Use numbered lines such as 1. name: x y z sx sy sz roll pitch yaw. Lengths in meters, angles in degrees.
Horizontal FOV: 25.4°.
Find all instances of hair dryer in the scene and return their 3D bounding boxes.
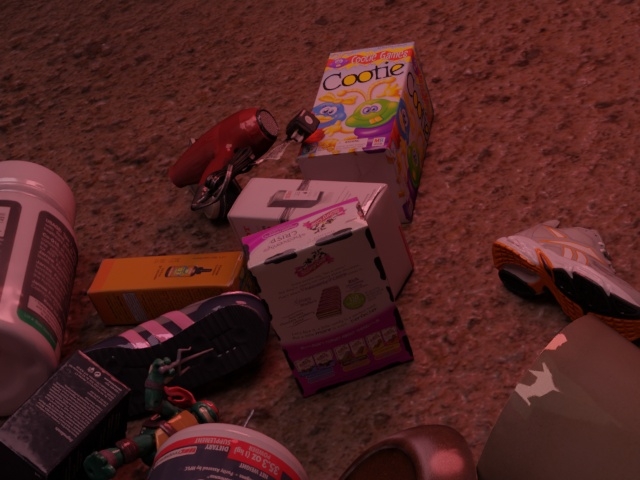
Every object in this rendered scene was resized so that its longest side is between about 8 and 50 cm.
1. hair dryer: -0.149 -0.124 2.094 0.224 0.080 0.293 -35 11 -24

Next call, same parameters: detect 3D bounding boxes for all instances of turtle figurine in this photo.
1. turtle figurine: -0.181 0.251 1.786 0.175 0.118 0.234 43 50 7

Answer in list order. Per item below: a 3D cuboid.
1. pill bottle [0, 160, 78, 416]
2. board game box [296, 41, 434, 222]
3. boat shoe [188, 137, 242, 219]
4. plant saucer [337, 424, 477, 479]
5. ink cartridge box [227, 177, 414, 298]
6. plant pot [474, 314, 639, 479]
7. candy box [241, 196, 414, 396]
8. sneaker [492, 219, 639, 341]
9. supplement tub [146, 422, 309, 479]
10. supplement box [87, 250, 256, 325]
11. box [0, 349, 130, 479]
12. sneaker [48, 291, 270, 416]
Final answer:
1. pill bottle: -0.461 0.060 2.063 0.204 0.204 0.361 -12 41 11
2. board game box: 0.075 -0.162 2.155 0.142 0.144 0.275 -6 40 18
3. boat shoe: -0.169 -0.099 2.271 0.065 0.075 0.206 -3 33 -18
4. plant saucer: 0.052 0.325 1.473 0.310 0.050 0.310 -50 22 28
5. ink cartridge box: 0.000 0.000 1.973 0.218 0.158 0.092 5 44 31
6. plant pot: 0.336 0.254 1.456 0.274 0.256 0.256 30 58 26
7. candy box: 0.011 0.075 1.810 0.159 0.233 0.071 -19 37 1
8. sneaker: 0.344 0.035 1.824 0.121 0.099 0.262 -32 39 -23
9. supplement tub: -0.125 0.355 1.556 0.191 0.191 0.272 -5 39 20
10. supplement box: -0.213 0.070 2.056 0.233 0.080 0.078 -5 40 23
11. box: -0.327 0.249 1.798 0.093 0.156 0.158 35 58 12
12. sneaker: -0.215 0.157 1.949 0.319 0.112 0.131 -18 12 8
